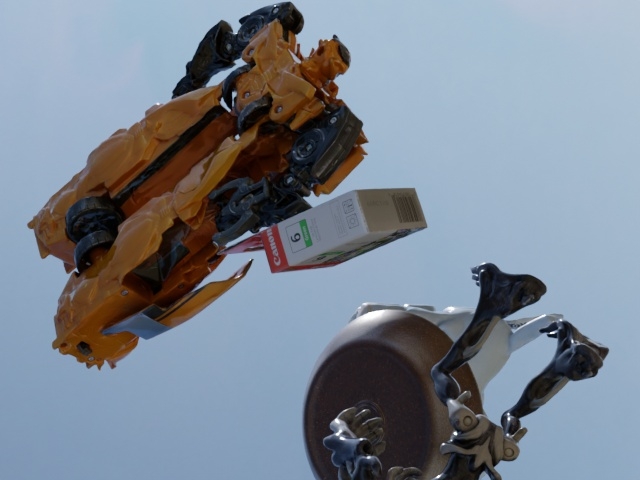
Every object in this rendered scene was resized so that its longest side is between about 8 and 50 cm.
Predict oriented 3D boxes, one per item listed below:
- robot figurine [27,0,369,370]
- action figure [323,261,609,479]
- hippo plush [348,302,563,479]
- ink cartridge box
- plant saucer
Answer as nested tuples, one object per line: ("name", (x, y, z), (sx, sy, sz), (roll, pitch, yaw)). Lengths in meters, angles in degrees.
("robot figurine", (-0.087, -0.044, 0.851), (0.085, 0.291, 0.211), (39, -160, -44))
("action figure", (0.091, 0.162, 0.819), (0.164, 0.141, 0.275), (35, -104, -1))
("hippo plush", (0.173, 0.208, 1.552), (0.234, 0.294, 0.236), (10, -97, -72))
("ink cartridge box", (0.000, 0.000, 0.697), (0.063, 0.115, 0.029), (-5, -105, -52))
("plant saucer", (0.049, 0.159, 1.001), (0.036, 0.199, 0.198), (6, -102, -49))
